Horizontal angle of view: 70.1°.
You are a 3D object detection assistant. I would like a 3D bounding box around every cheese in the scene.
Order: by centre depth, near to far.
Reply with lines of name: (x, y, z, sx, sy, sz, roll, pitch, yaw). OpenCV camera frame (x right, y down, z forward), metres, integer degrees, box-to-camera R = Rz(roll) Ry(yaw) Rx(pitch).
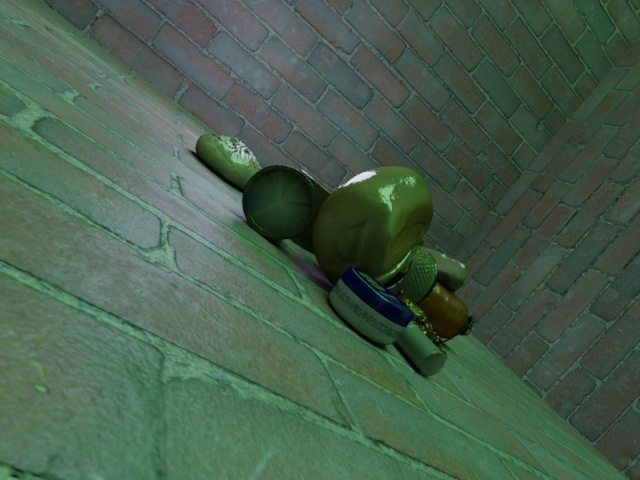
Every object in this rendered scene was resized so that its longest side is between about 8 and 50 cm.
cheese: (0.473, 0.140, 2.061, 0.329, 0.129, 0.351, 28, -19, 15)

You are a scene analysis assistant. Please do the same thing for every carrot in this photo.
carrot: (0.504, 0.308, 1.924, 0.331, 0.214, 0.193, 34, 48, -8)

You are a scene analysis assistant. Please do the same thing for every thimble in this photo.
thimble: (0.311, 0.123, 1.804, 0.150, 0.270, 0.271, 34, 8, -32)

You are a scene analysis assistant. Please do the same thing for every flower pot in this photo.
flower pot: (-0.116, -0.101, 1.368, 0.212, 0.212, 0.202, 39, -4, 1)

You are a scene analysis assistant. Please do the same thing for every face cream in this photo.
face cream: (0.124, 0.165, 1.150, 0.206, 0.111, 0.206, 38, 6, -4)
face cream: (0.239, 0.264, 1.255, 0.077, 0.077, 0.250, 35, 7, -32)

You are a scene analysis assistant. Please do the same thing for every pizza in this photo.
pizza: (0.296, 0.249, 1.440, 0.228, 0.081, 0.289, 50, 5, -35)

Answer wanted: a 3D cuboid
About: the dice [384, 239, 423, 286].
dice: (0.310, 0.034, 2.264, 0.287, 0.300, 0.297, 36, 7, -6)

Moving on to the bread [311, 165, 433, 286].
bread: (0.152, -0.044, 1.362, 0.253, 0.347, 0.376, 26, 37, 24)

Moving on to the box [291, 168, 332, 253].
box: (-0.044, -0.110, 1.682, 0.301, 0.216, 0.301, 37, 8, -6)

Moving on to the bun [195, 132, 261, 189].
bun: (-0.333, -0.310, 1.753, 0.287, 0.146, 0.287, 40, 7, -6)
